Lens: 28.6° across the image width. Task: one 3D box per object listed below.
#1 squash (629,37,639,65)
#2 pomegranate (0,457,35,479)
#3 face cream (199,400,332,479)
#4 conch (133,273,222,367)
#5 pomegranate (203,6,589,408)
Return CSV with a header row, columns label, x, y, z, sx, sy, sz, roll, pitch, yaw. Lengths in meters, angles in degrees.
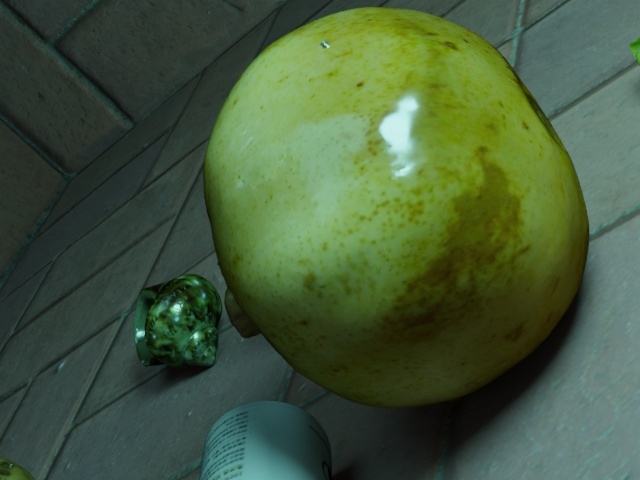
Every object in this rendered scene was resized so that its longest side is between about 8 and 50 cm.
label,x,y,z,sx,sy,sz,roll,pitch,yaw
squash,0.438,-0.220,1.357,0.083,0.083,0.250,-56,18,-25
pomegranate,-0.482,0.433,1.709,0.281,0.281,0.281,-40,20,18
face cream,-0.056,0.317,1.222,0.145,0.145,0.369,-40,21,17
conch,-0.224,0.137,1.976,0.181,0.124,0.187,-99,29,-55
pomegranate,0.061,-0.029,1.267,0.417,0.417,0.416,-40,20,18
